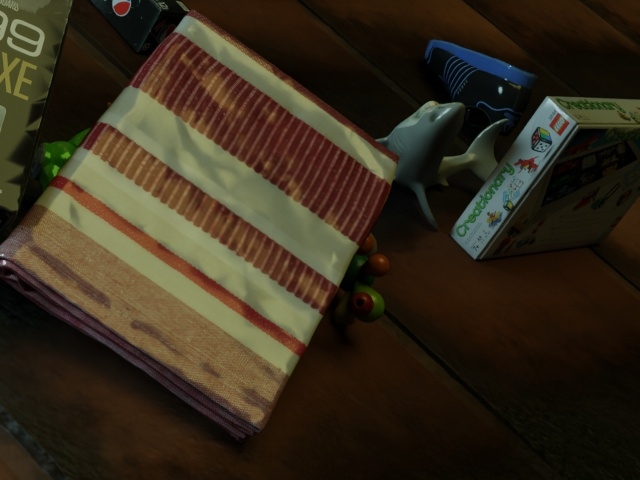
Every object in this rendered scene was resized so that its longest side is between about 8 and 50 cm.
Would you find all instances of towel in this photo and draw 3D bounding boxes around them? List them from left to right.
[{"bbox_3d":[-0.085,-0.022,1.225,0.237,0.037,0.329,36,48,-7],"label":"towel"}]

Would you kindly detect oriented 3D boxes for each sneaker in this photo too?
[{"bbox_3d":[0.194,-0.202,2.000,0.081,0.090,0.232,18,8,-27],"label":"sneaker"}]

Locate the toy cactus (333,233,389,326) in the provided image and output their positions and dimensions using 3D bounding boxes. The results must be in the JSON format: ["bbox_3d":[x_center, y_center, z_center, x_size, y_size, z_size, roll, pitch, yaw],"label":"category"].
[{"bbox_3d":[0.000,0.000,1.404,0.219,0.112,0.180,43,8,25],"label":"toy cactus"}]

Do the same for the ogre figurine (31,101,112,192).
[{"bbox_3d":[-0.166,-0.046,1.275,0.197,0.097,0.118,-33,79,-28],"label":"ogre figurine"}]

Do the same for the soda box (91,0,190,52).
[{"bbox_3d":[-0.213,-0.274,1.656,0.053,0.060,0.169,-4,45,-50],"label":"soda box"}]

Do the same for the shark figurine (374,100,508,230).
[{"bbox_3d":[0.129,-0.067,1.687,0.278,0.166,0.116,16,51,-68],"label":"shark figurine"}]

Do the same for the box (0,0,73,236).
[{"bbox_3d":[-0.355,-0.154,1.148,0.307,0.076,0.242,23,54,-21],"label":"box"}]

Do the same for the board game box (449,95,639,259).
[{"bbox_3d":[0.292,-0.072,1.735,0.053,0.193,0.305,46,28,25],"label":"board game box"}]
